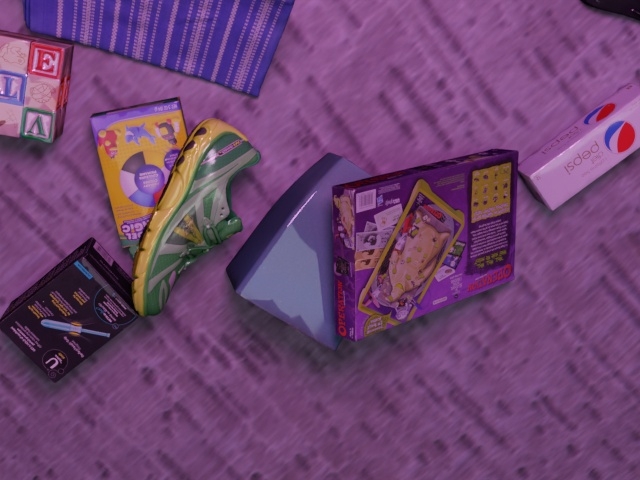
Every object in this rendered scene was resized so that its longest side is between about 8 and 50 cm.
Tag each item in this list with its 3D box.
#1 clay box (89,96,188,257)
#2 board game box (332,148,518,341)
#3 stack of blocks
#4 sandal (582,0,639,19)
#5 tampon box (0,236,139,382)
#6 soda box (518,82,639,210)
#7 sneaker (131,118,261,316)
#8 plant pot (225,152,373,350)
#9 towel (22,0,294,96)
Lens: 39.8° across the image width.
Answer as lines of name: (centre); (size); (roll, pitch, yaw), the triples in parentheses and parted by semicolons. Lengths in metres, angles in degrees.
clay box: (-0.240, -0.083, 1.265); (0.127, 0.053, 0.222); (-12, 107, -5)
board game box: (0.157, -0.004, 1.243); (0.346, 0.056, 0.208); (-15, 107, -40)
stack of blocks: (-0.496, -0.205, 1.180); (0.297, 0.087, 0.171); (9, 105, -10)
sandal: (0.497, -0.350, 1.277); (0.254, 0.054, 0.097); (4, 106, -8)
tampon box: (-0.357, 0.099, 1.278); (0.161, 0.101, 0.120); (-38, 106, 5)
soda box: (0.404, -0.140, 1.316); (0.216, 0.074, 0.069); (-37, 107, 5)
sneaker: (-0.173, -0.017, 1.211); (0.123, 0.109, 0.296); (25, 100, -13)
plant pot: (0.000, 0.000, 1.268); (0.165, 0.165, 0.234); (31, 92, -14)
towel: (-0.214, -0.295, 1.131); (0.336, 0.243, 0.040); (15, 62, -11)
